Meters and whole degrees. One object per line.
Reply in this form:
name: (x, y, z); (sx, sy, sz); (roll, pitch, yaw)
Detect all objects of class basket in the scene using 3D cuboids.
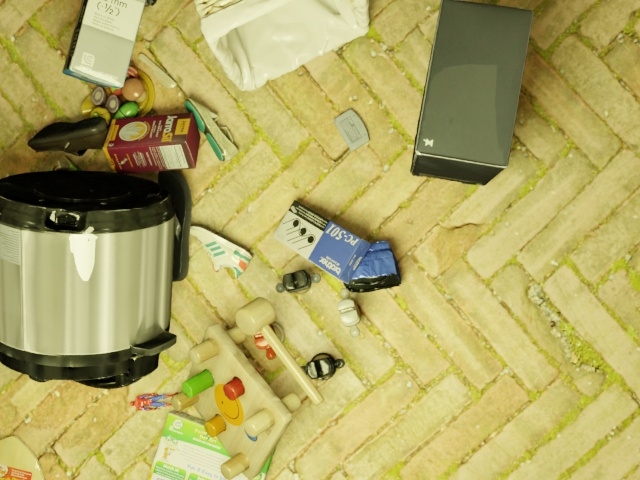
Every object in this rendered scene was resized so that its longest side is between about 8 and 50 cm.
basket: (-0.101, -0.523, 1.480); (0.331, 0.328, 0.267); (-26, 82, 3)

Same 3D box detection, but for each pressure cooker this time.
pressure cooker: (-0.485, 0.090, 1.460); (0.375, 0.370, 0.421); (0, 107, -20)

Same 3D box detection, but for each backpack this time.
backpack: (0.104, 0.059, 1.551); (0.120, 0.098, 0.101); (-13, 62, 11)

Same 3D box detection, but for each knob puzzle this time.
knob puzzle: (-0.711, 0.540, 1.650); (0.213, 0.030, 0.213); (0, 88, 7)

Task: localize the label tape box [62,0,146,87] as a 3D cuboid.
label tape box: (-0.423, -0.493, 1.473); (0.115, 0.249, 0.348); (13, 96, -24)

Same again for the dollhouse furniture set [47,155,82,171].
dollhouse furniture set: (-0.585, -0.151, 1.603); (0.058, 0.151, 0.076); (45, 94, 5)

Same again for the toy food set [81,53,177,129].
toy food set: (-0.450, -0.330, 1.635); (0.218, 0.071, 0.128); (-41, 84, 3)

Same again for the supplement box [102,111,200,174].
supplement box: (-0.368, -0.213, 1.596); (0.188, 0.081, 0.104); (-4, 48, 6)

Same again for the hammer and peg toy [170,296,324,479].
hammer and peg toy: (-0.157, 0.300, 1.437); (0.266, 0.127, 0.361); (48, 136, 21)

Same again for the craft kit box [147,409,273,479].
craft kit box: (-0.252, 0.531, 1.590); (0.249, 0.061, 0.247); (18, 92, 6)

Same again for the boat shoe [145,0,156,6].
boat shoe: (-0.383, -0.570, 1.640); (0.228, 0.080, 0.076); (-9, 85, -2)

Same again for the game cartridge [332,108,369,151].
game cartridge: (0.071, -0.245, 1.604); (0.056, 0.017, 0.083); (-30, 85, 8)

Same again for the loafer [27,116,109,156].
loafer: (-0.563, -0.219, 1.627); (0.219, 0.080, 0.078); (-3, 127, 26)

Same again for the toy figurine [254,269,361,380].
toy figurine: (-0.024, 0.178, 1.539); (0.213, 0.148, 0.210); (27, 85, 9)

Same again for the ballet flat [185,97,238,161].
ballet flat: (-0.242, -0.253, 1.627); (0.052, 0.057, 0.168); (-31, 88, -24)

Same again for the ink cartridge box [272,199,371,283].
ink cartridge box: (0.000, 0.000, 1.541); (0.207, 0.046, 0.097); (32, 92, 35)

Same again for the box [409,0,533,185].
box: (0.292, -0.278, 1.442); (0.182, 0.294, 0.297); (10, 89, 7)

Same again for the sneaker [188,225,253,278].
sneaker: (-0.233, 0.026, 1.605); (0.161, 0.057, 0.075); (27, 85, 4)

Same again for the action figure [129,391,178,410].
action figure: (-0.374, 0.361, 1.622); (0.115, 0.030, 0.038); (-7, 82, 11)

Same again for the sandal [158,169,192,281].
sandal: (-0.331, -0.036, 1.598); (0.097, 0.054, 0.255); (-6, 87, 41)
